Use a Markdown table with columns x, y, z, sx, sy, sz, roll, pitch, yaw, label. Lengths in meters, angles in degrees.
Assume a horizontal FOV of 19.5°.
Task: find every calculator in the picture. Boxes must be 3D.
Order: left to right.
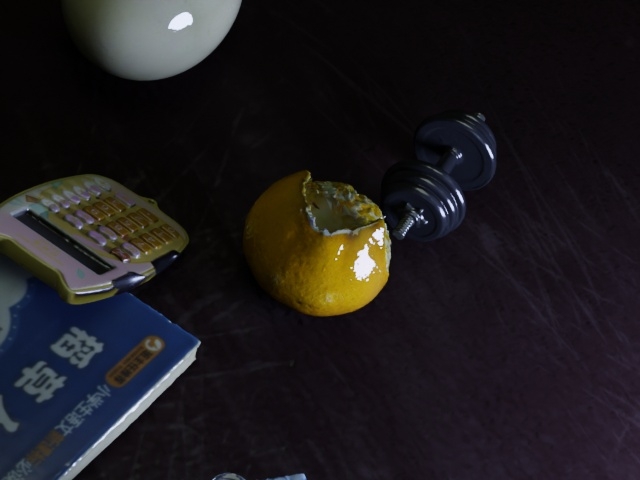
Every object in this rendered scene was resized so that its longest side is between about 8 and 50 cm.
| x | y | z | sx | sy | sz | roll | pitch | yaw | label |
| --- | --- | --- | --- | --- | --- | --- | --- | --- | --- |
| -0.229 | -0.004 | 1.848 | 0.157 | 0.033 | 0.236 | 33 | 29 | 16 | calculator |

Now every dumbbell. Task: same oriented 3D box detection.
| x | y | z | sx | sy | sz | roll | pitch | yaw | label |
| --- | --- | --- | --- | --- | --- | --- | --- | --- | --- |
| 0.127 | -0.071 | 1.986 | 0.099 | 0.099 | 0.208 | 27 | 50 | 10 | dumbbell |

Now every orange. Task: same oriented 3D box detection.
| x | y | z | sx | sy | sz | roll | pitch | yaw | label |
| --- | --- | --- | --- | --- | --- | --- | --- | --- | --- |
| 0.000 | 0.000 | 1.874 | 0.157 | 0.134 | 0.156 | 5 | 61 | -10 | orange |

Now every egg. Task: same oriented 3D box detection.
| x | y | z | sx | sy | sz | roll | pitch | yaw | label |
| --- | --- | --- | --- | --- | --- | --- | --- | --- | --- |
| -0.180 | -0.276 | 2.030 | 0.186 | 0.186 | 0.241 | 26 | 45 | 9 | egg |

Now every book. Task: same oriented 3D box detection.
| x | y | z | sx | sy | sz | roll | pitch | yaw | label |
| --- | --- | --- | --- | --- | --- | --- | --- | --- | --- |
| -0.370 | 0.077 | 1.775 | 0.428 | 0.039 | 0.300 | 33 | 50 | 15 | book |

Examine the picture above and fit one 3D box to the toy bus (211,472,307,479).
| x | y | z | sx | sy | sz | roll | pitch | yaw | label |
| --- | --- | --- | --- | --- | --- | --- | --- | --- | --- |
| -0.147 | 0.288 | 1.606 | 0.297 | 0.106 | 0.131 | -7 | 54 | -17 | toy bus |
